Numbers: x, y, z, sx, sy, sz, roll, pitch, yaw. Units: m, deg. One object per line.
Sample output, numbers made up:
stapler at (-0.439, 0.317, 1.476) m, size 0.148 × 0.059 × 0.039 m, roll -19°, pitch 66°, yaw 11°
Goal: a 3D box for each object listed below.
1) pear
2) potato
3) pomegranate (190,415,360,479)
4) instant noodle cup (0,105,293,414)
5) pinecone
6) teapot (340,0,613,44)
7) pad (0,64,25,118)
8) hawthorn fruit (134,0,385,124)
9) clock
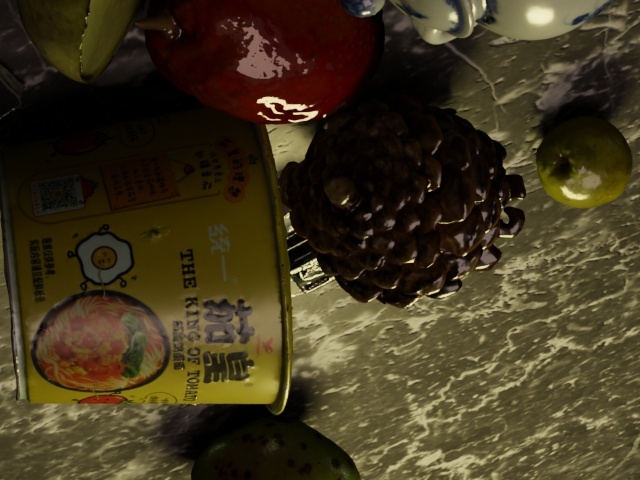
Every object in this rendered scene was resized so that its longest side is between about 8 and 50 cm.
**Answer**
pear at (0.302, -0.089, 2.044) m, size 0.131 × 0.107 × 0.107 m, roll -1°, pitch 143°, yaw -50°
potato at (-0.196, -0.258, 1.464) m, size 0.111 × 0.160 × 0.272 m, roll 24°, pitch 138°, yaw 5°
pomegranate at (-0.082, 0.344, 2.361) m, size 0.231 × 0.231 × 0.286 m, roll 2°, pitch 168°, yaw -35°
instant noodle cup at (-0.178, 0.022, 1.733) m, size 0.254 × 0.326 × 0.325 m, roll -5°, pitch 145°, yaw -10°
pinecone at (0.086, -0.044, 1.865) m, size 0.224 × 0.224 × 0.272 m, roll -41°, pitch 162°, yaw 26°
teapot at (0.133, -0.273, 1.509) m, size 0.280 × 0.252 × 0.424 m, roll -35°, pitch 167°, yaw -7°
pad at (-0.384, -0.148, 1.596) m, size 0.174 × 0.022 × 0.233 m, roll -26°, pitch 147°, yaw 6°
hawthorn fruit at (-0.070, -0.189, 1.576) m, size 0.251 × 0.189 × 0.189 m, roll -7°, pitch 145°, yaw -38°
clock at (0.000, 0.000, 2.016) m, size 0.198 × 0.064 × 0.172 m, roll -28°, pitch 149°, yaw 5°
